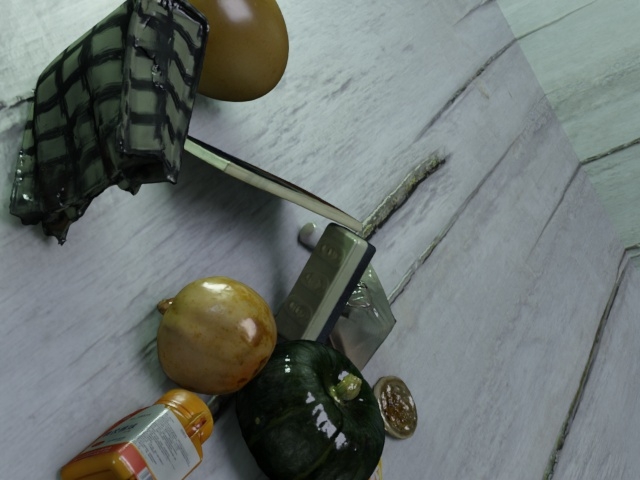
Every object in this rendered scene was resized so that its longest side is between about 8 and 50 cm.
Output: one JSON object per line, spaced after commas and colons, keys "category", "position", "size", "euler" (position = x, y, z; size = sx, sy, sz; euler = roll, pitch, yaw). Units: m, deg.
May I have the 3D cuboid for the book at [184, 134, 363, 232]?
{"category": "book", "position": [-0.117, -0.121, 1.903], "size": [0.374, 0.262, 0.028], "euler": [22, 96, -45]}

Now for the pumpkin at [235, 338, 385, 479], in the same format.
{"category": "pumpkin", "position": [-0.009, 0.317, 1.783], "size": [0.300, 0.207, 0.300], "euler": [42, 25, -25]}

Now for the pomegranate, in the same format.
{"category": "pomegranate", "position": [-0.175, 0.160, 1.675], "size": [0.207, 0.207, 0.207], "euler": [29, 51, -42]}

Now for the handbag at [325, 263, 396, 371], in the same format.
{"category": "handbag", "position": [0.075, 0.164, 2.082], "size": [0.270, 0.117, 0.182], "euler": [-49, 125, -52]}

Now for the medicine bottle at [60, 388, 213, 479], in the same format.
{"category": "medicine bottle", "position": [-0.266, 0.324, 1.516], "size": [0.112, 0.149, 0.222], "euler": [62, 35, -8]}

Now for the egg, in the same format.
{"category": "egg", "position": [-0.194, -0.401, 1.915], "size": [0.322, 0.250, 0.250], "euler": [47, 39, -41]}

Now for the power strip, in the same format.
{"category": "power strip", "position": [0.003, 0.098, 1.924], "size": [0.070, 0.105, 0.256], "euler": [23, 97, -40]}

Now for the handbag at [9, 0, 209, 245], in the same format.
{"category": "handbag", "position": [-0.334, -0.191, 1.552], "size": [0.162, 0.325, 0.327], "euler": [30, 48, -37]}

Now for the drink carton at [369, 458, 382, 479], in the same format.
{"category": "drink carton", "position": [0.070, 0.493, 1.937], "size": [0.096, 0.071, 0.223], "euler": [26, 52, -43]}

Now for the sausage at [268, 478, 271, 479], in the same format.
{"category": "sausage", "position": [-0.081, 0.459, 1.783], "size": [0.047, 0.040, 0.176], "euler": [51, 37, -21]}

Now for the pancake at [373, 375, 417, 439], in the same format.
{"category": "pancake", "position": [0.164, 0.367, 2.168], "size": [0.152, 0.025, 0.151], "euler": [31, 49, -43]}

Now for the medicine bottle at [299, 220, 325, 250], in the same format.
{"category": "medicine bottle", "position": [0.000, 0.000, 2.124], "size": [0.089, 0.052, 0.052], "euler": [36, 46, -37]}
